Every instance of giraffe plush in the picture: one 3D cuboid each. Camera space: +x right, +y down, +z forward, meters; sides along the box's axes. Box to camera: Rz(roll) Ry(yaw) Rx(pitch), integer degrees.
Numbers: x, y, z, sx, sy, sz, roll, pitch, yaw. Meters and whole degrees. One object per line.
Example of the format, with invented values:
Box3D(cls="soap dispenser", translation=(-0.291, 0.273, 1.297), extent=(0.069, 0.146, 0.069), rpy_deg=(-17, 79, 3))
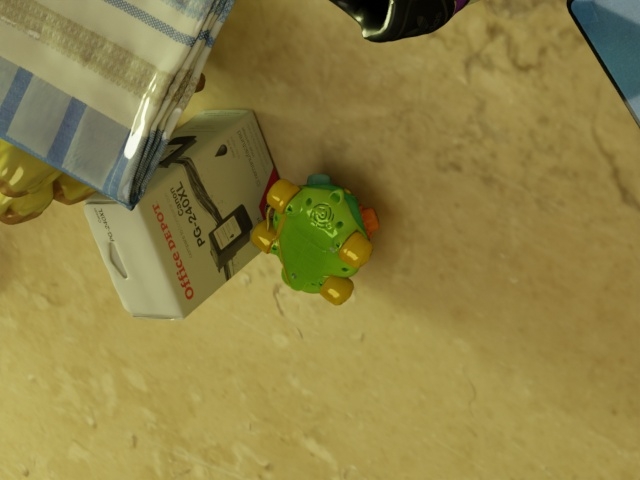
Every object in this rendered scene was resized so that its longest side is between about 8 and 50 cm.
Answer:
Box3D(cls="giraffe plush", translation=(-0.213, -0.139, 1.397), extent=(0.170, 0.181, 0.210), rpy_deg=(58, 143, 11))

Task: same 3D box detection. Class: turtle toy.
Box3D(cls="turtle toy", translation=(0.000, 0.000, 1.381), extent=(0.095, 0.066, 0.130), rpy_deg=(37, 140, 11))

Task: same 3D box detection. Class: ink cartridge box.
Box3D(cls="ink cartridge box", translation=(-0.102, -0.021, 1.387), extent=(0.063, 0.150, 0.109), rpy_deg=(3, 123, 40))

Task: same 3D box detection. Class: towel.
Box3D(cls="towel", translation=(-0.158, -0.188, 1.276), extent=(0.209, 0.034, 0.285), rpy_deg=(29, 101, 22))

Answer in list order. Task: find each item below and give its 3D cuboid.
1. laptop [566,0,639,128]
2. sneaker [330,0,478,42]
Box3D(cls="laptop", translation=(0.348, 0.003, 0.907), extent=(0.236, 0.408, 0.382), rpy_deg=(31, 138, -34))
Box3D(cls="sneaker", translation=(-0.016, -0.245, 1.133), extent=(0.293, 0.146, 0.102), rpy_deg=(46, 140, 0))
